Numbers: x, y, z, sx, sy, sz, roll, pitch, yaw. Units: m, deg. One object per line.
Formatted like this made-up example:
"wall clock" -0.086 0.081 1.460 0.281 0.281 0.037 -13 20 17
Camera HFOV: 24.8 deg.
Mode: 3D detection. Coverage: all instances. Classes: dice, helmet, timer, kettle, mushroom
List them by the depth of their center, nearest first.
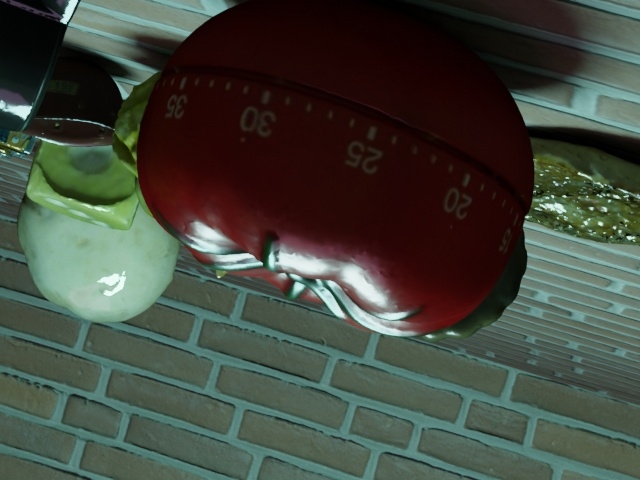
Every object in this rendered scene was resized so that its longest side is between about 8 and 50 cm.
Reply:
"timer" 0.016 -0.076 1.395 0.378 0.279 0.378 19 172 3
"kettle" -0.416 -0.266 1.504 0.308 0.262 0.203 17 -153 -18
"helmet" -0.321 -0.187 1.915 0.175 0.106 0.155 9 172 16
"dice" -0.334 -0.118 2.156 0.166 0.169 0.169 19 171 -6
"mushroom" -0.395 -0.018 2.711 0.314 0.314 0.336 17 -163 1

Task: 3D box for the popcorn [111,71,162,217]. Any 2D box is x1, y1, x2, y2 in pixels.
"popcorn" -0.130 -0.112 1.782 0.255 0.195 0.256 -5 158 44

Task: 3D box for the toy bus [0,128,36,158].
"toy bus" -0.517 -0.189 2.339 0.103 0.091 0.182 22 172 -27

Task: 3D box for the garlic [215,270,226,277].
"garlic" 0.013 -0.011 2.090 0.338 0.196 0.151 12 -174 16

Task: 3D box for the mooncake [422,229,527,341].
"mooncake" 0.158 0.025 1.912 0.228 0.228 0.124 16 174 11

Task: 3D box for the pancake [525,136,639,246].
"pancake" 0.323 -0.046 1.680 0.356 0.065 0.356 18 170 3
